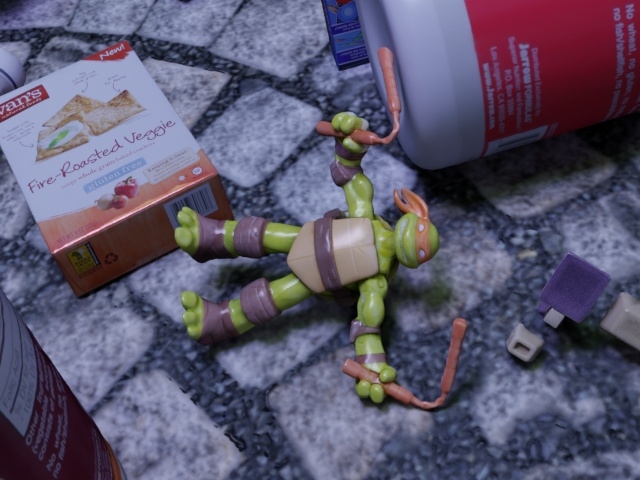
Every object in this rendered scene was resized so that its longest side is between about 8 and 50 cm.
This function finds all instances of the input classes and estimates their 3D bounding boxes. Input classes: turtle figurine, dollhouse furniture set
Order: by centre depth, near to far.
[{"bbox_3d":[0.211,0.066,0.740,0.114,0.091,0.081,32,18,8],"label":"dollhouse furniture set"},{"bbox_3d":[0.000,0.000,0.767,0.217,0.087,0.269,-9,88,16],"label":"turtle figurine"}]

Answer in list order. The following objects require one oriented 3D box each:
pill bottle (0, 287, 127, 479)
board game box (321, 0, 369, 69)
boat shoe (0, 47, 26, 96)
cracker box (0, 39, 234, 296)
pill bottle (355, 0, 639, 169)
[{"bbox_3d":[-0.270,0.101,0.565,0.224,0.392,0.224,-7,49,8],"label":"pill bottle"},{"bbox_3d":[0.099,-0.249,0.948,0.201,0.136,0.035,-16,49,-1],"label":"board game box"},{"bbox_3d":[-0.427,-0.133,0.999,0.267,0.096,0.088,-5,54,11],"label":"boat shoe"},{"bbox_3d":[-0.201,-0.075,0.914,0.156,0.067,0.232,-28,49,-12],"label":"cracker box"},{"bbox_3d":[0.243,-0.219,0.828,0.408,0.229,0.229,-17,49,-1],"label":"pill bottle"}]
